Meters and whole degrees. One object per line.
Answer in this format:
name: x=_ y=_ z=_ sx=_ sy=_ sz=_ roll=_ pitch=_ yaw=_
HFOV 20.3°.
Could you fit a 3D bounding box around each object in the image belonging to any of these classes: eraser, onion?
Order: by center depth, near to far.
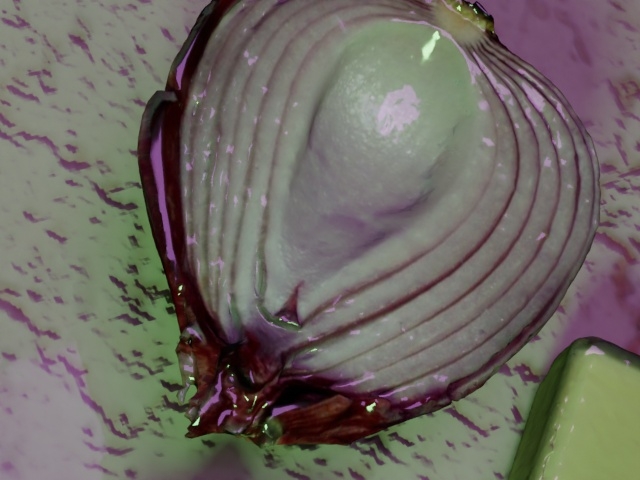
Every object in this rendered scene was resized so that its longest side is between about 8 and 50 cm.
onion: x=0.000 y=0.000 z=0.890 sx=0.227 sy=0.120 sz=0.283 roll=37 pitch=58 yaw=-2
eraser: x=0.150 y=0.149 z=0.909 sx=0.117 sy=0.058 sz=0.172 roll=26 pitch=62 yaw=-6
